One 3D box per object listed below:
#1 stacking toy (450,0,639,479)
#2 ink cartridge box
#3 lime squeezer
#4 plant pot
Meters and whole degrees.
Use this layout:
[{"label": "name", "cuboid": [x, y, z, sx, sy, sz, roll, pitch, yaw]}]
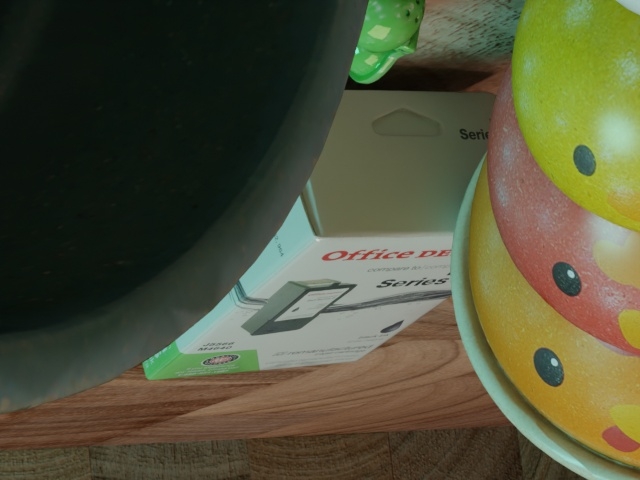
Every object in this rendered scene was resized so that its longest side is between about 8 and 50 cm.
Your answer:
[{"label": "stacking toy", "cuboid": [0.206, -0.084, 1.023, 0.350, 0.350, 0.480, -9, 150, 12]}, {"label": "ink cartridge box", "cuboid": [0.000, 0.000, 1.363, 0.198, 0.115, 0.273, -3, 158, -32]}, {"label": "lime squeezer", "cuboid": [0.008, -0.127, 1.101, 0.110, 0.059, 0.310, -7, 169, 1]}, {"label": "plant pot", "cuboid": [-0.207, -0.129, 0.394, 0.334, 0.341, 0.341, -4, 171, 29]}]
